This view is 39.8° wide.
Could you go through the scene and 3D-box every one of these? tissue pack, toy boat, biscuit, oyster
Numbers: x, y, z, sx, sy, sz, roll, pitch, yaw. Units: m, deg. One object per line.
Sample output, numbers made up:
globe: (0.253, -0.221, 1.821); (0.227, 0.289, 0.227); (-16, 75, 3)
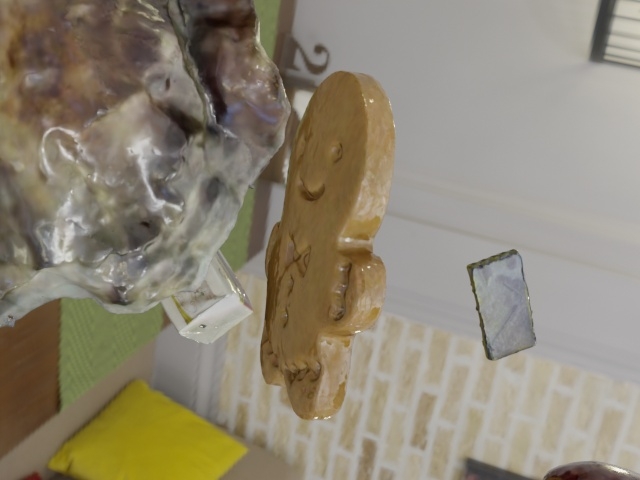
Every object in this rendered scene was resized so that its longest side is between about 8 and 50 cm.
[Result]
tissue pack: (-0.177, 0.055, 1.246); (0.099, 0.148, 0.106); (-36, 157, 5)
toy boat: (0.198, 0.070, 0.962); (0.016, 0.063, 0.115); (-143, -143, -68)
biscuit: (-0.003, 0.000, 0.922); (0.275, 0.052, 0.354); (-147, -114, -66)
oyster: (-0.130, -0.093, 0.364); (0.275, 0.271, 0.100); (-46, -177, 0)

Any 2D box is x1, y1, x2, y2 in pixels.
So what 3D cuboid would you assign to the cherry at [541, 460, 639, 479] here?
cherry: (0.277, 0.331, 0.829); (0.203, 0.300, 0.230); (-45, 168, -51)
